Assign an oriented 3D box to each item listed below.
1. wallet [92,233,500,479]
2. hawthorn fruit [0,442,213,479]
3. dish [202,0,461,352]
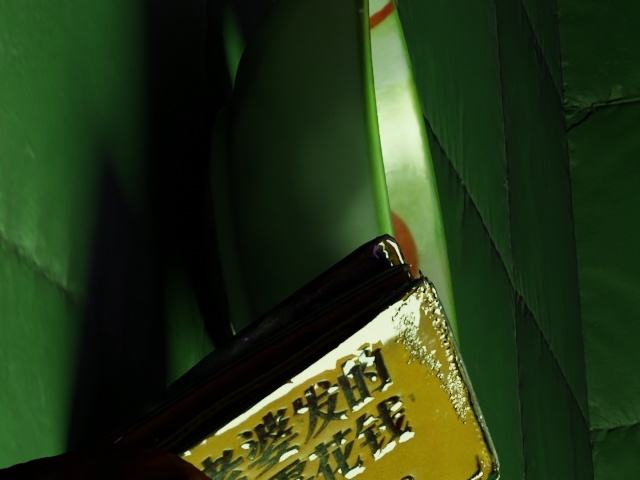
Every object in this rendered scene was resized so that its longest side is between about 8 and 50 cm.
[{"bbox_3d":[-0.010,0.109,0.894,0.042,0.195,0.161,43,-18,48],"label":"wallet"},{"bbox_3d":[-0.082,0.176,0.662,0.157,0.157,0.194,-60,158,-66],"label":"hawthorn fruit"},{"bbox_3d":[0.000,0.000,1.090,0.324,0.124,0.324,-9,90,-82],"label":"dish"}]
